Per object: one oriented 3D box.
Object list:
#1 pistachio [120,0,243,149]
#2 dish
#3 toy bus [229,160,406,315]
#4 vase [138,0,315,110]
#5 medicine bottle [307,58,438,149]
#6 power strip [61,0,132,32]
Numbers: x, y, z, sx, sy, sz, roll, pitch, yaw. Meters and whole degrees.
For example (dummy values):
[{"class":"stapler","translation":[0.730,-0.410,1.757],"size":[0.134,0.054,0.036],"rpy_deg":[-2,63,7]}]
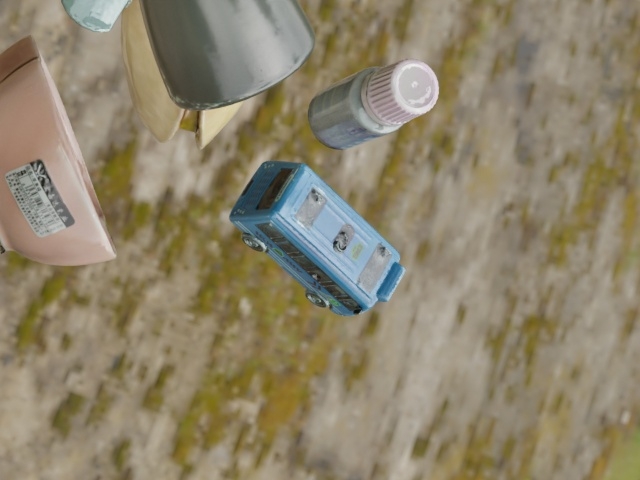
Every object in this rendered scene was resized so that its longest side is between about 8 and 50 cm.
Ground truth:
[{"class":"pistachio","translation":[-0.162,-0.260,2.130],"size":[0.214,0.193,0.318],"rpy_deg":[-98,-166,-55]},{"class":"dish","translation":[-0.248,-0.060,1.399],"size":[0.090,0.213,0.213],"rpy_deg":[-21,140,-6]},{"class":"toy bus","translation":[0.000,0.000,2.312],"size":[0.246,0.134,0.113],"rpy_deg":[43,66,-27]},{"class":"vase","translation":[-0.139,-0.310,1.718],"size":[0.173,0.173,0.321],"rpy_deg":[-50,125,-42]},{"class":"medicine bottle","translation":[0.061,-0.160,1.928],"size":[0.083,0.203,0.084],"rpy_deg":[3,83,-25]},{"class":"power strip","translation":[-0.137,-0.278,1.375],"size":[0.253,0.054,0.168],"rpy_deg":[-39,-158,53]}]
